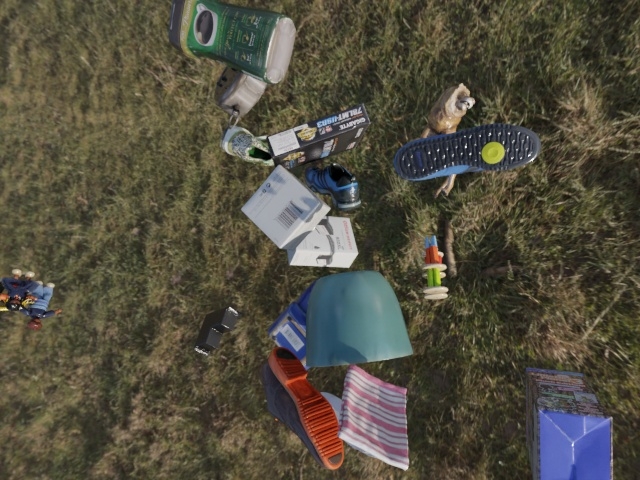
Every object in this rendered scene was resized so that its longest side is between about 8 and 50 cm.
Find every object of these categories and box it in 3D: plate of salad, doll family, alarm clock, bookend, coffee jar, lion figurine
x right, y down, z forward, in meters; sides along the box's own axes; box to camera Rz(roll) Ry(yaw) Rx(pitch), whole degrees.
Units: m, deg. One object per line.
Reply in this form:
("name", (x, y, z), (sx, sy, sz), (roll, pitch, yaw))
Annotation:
("plate of salad", (0.073, 0.439, 0.976), (0.200, 0.048, 0.199), (30, 141, 29))
("doll family", (-0.639, 0.122, 0.821), (0.076, 0.193, 0.111), (-61, 36, 35))
("alarm clock", (-0.159, -0.296, 0.787), (0.130, 0.064, 0.191), (-22, 56, 41))
("bookend", (-0.398, 0.354, 1.571), (0.157, 0.072, 0.156), (-24, 39, 34))
("coffee jar", (-0.136, -0.306, 0.600), (0.185, 0.079, 0.096), (24, 113, 13))
("lion figurine", (0.467, -0.359, 1.497), (0.142, 0.392, 0.240), (27, 66, 30))

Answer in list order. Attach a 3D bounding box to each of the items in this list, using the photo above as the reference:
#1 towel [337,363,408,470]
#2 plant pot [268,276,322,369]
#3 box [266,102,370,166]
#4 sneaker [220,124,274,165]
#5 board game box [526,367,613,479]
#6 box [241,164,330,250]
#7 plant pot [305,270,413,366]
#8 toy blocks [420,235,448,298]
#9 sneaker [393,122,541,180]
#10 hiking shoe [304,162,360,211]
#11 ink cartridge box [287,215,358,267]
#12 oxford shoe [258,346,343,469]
("towel", (0.112, 0.347, 0.819), (0.144, 0.197, 0.029), (25, 115, -1))
("plant pot", (-0.036, 0.312, 1.450), (0.236, 0.212, 0.236), (48, 130, 11))
("box", (-0.014, -0.307, 1.260), (0.294, 0.295, 0.073), (-18, 92, -4))
("sneaker", (-0.270, -0.401, 1.883), (0.182, 0.411, 0.157), (40, 112, 27))
("board game box", (0.598, 0.478, 0.995), (0.141, 0.291, 0.231), (0, 91, 23))
("box", (-0.102, -0.095, 1.214), (0.182, 0.119, 0.181), (44, 97, 16))
("plant pot", (0.093, 0.213, 1.129), (0.294, 0.293, 0.234), (-12, 75, 20))
("toy blocks", (0.256, 0.051, 0.916), (0.054, 0.123, 0.147), (-5, 70, 15))
("sneaker", (0.219, -0.137, 0.624), (0.210, 0.082, 0.069), (-6, 102, 15))
("hiking shoe", (0.044, -0.219, 1.409), (0.304, 0.113, 0.131), (39, 139, 45))
("ink cartridge box", (0.000, 0.000, 1.928), (0.129, 0.308, 0.222), (119, 148, -49))
("oxford shoe", (-0.047, 0.363, 0.858), (0.098, 0.097, 0.271), (-51, 53, 20))
